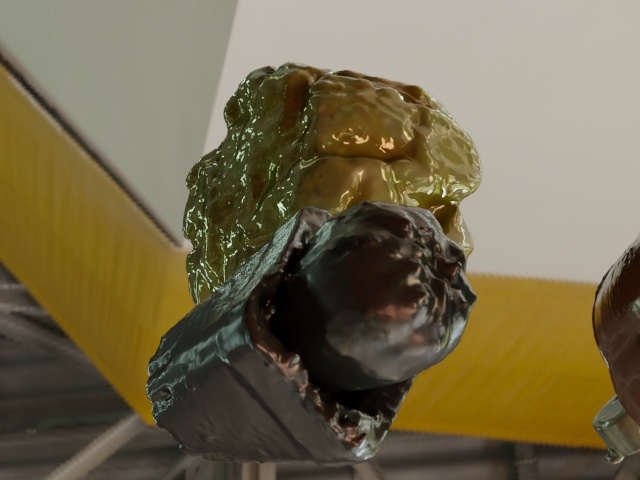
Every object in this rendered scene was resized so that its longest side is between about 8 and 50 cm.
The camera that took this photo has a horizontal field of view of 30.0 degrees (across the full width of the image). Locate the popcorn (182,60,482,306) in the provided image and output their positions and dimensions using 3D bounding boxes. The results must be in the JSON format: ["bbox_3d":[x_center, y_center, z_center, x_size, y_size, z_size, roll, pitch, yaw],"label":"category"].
[{"bbox_3d":[-0.010,-0.008,1.135,0.293,0.334,0.292,36,-129,12],"label":"popcorn"}]

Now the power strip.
[{"bbox_3d":[0.375,0.111,1.167,0.286,0.080,0.048,-42,-90,-4],"label":"power strip"}]

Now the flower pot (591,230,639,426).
[{"bbox_3d":[0.281,0.037,0.769,0.190,0.173,0.191,-1,-110,4],"label":"flower pot"}]

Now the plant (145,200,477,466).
[{"bbox_3d":[-0.006,0.070,0.832,0.142,0.256,0.164,49,-143,-13],"label":"plant"}]
